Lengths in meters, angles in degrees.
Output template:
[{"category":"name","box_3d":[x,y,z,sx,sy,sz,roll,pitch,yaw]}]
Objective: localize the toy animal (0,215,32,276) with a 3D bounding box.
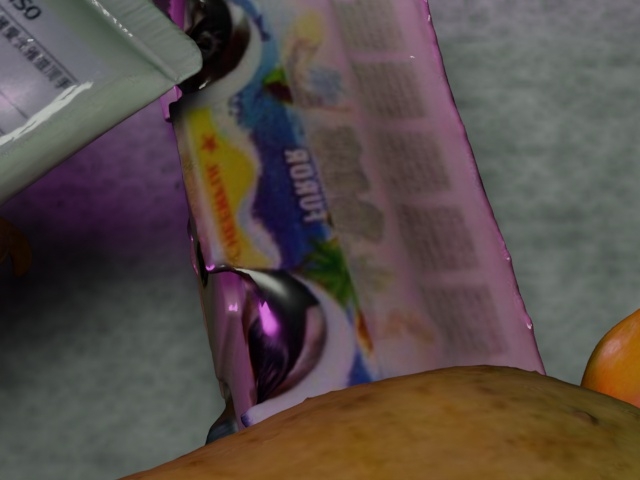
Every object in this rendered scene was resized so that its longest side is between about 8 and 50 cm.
[{"category":"toy animal","box_3d":[-0.161,0.011,0.607,0.083,0.081,0.060,-38,61,23]}]

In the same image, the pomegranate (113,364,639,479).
[{"category":"pomegranate","box_3d":[0.030,0.168,0.344,0.281,0.281,0.281,-3,55,4]}]

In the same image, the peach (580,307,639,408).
[{"category":"peach","box_3d":[0.132,0.058,0.511,0.101,0.101,0.101,-3,55,4]}]

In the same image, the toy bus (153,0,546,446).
[{"category":"toy bus","box_3d":[0.000,-0.001,0.567,0.112,0.090,0.274,-8,54,-8]}]

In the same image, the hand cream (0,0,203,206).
[{"category":"hand cream","box_3d":[-0.201,0.006,0.513,0.341,0.078,0.124,-40,69,-17]}]
